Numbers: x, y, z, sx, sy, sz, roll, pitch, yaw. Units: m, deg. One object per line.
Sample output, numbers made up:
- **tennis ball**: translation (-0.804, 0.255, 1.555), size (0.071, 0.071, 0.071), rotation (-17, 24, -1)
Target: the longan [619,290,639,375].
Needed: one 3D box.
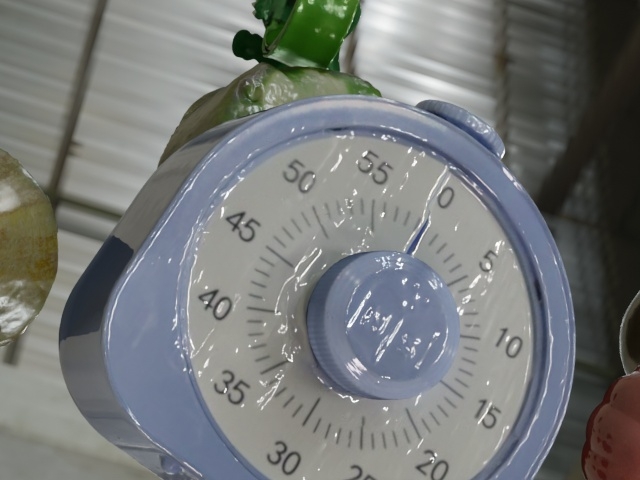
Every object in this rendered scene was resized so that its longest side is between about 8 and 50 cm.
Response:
- **longan**: translation (0.370, 0.105, 1.681), size (0.204, 0.185, 0.159), rotation (34, -69, 37)

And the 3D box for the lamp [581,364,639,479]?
- **lamp**: translation (0.195, 0.115, 1.010), size (0.092, 0.107, 0.107), rotation (33, -73, 58)

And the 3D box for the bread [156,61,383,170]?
- **bread**: translation (0.000, 0.000, 1.927), size (0.129, 0.382, 0.366), rotation (-27, -163, 40)

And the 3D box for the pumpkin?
- **pumpkin**: translation (-0.339, 0.014, 1.579), size (0.110, 0.217, 0.217), rotation (-78, -173, -75)

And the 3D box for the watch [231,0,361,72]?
- **watch**: translation (-0.012, -0.239, 2.083), size (0.165, 0.131, 0.152), rotation (-65, -163, 5)

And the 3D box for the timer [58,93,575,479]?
- **timer**: translation (0.026, 0.056, 1.420), size (0.173, 0.395, 0.395), rotation (-12, -119, 67)
